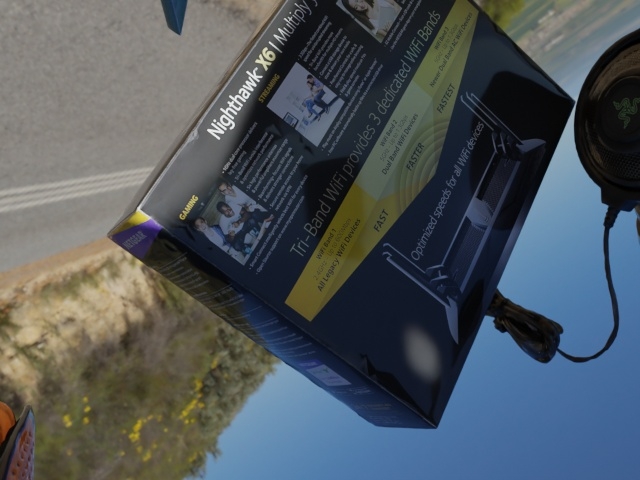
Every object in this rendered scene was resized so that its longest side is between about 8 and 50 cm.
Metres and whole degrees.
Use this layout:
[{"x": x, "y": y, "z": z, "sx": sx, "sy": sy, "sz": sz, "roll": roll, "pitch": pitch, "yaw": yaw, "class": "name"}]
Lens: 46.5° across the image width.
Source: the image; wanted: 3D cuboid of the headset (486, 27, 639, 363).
[{"x": 0.283, "y": -0.068, "z": 0.619, "sx": 0.394, "sy": 0.243, "sz": 0.185, "roll": -51, "pitch": -143, "yaw": 0, "class": "headset"}]

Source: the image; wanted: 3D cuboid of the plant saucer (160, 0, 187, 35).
[{"x": -0.171, "y": -0.314, "z": 0.806, "sx": 0.018, "sy": 0.067, "sz": 0.192, "roll": 3, "pitch": 151, "yaw": 1, "class": "plant saucer"}]

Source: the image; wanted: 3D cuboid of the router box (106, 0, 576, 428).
[{"x": 0.036, "y": -0.058, "z": 0.546, "sx": 0.081, "sy": 0.243, "sz": 0.309, "roll": -22, "pitch": -146, "yaw": 59, "class": "router box"}]

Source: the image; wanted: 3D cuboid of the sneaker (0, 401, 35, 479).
[{"x": -0.249, "y": 0.207, "z": 0.557, "sx": 0.124, "sy": 0.180, "sz": 0.321, "roll": -1, "pitch": 171, "yaw": -24, "class": "sneaker"}]
